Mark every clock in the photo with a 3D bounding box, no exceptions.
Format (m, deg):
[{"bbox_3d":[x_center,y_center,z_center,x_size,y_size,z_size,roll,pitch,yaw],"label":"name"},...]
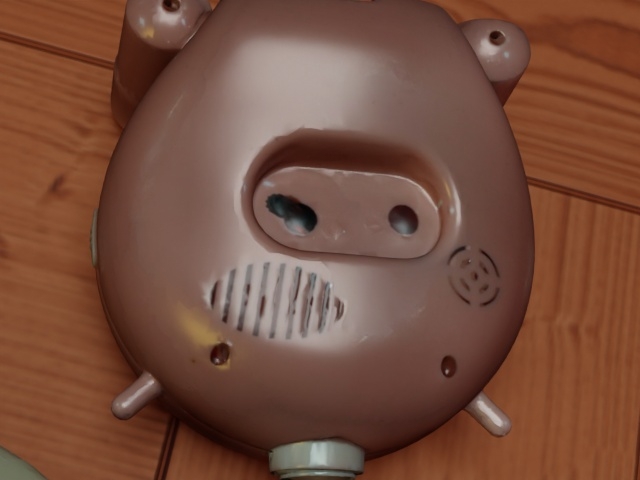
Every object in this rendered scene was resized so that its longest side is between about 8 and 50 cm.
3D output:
[{"bbox_3d":[0.000,0.000,0.717,0.227,0.142,0.241,5,68,-10],"label":"clock"}]

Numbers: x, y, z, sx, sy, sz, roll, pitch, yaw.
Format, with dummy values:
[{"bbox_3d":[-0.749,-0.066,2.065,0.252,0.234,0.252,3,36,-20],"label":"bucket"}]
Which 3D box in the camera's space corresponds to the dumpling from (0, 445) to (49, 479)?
[{"bbox_3d":[-0.165,0.165,0.602,0.162,0.132,0.250,-37,73,-18],"label":"dumpling"}]
